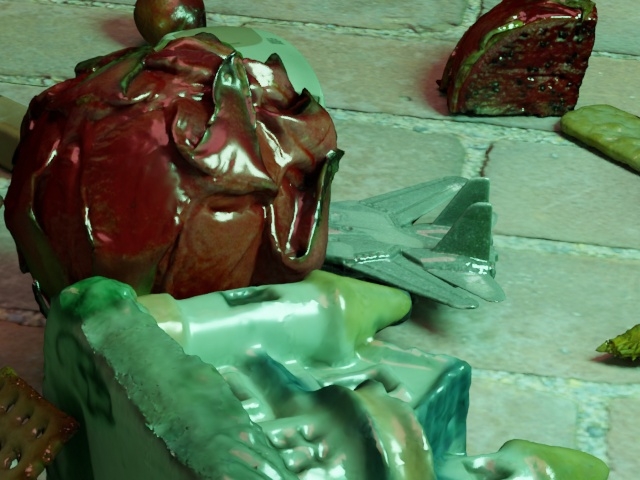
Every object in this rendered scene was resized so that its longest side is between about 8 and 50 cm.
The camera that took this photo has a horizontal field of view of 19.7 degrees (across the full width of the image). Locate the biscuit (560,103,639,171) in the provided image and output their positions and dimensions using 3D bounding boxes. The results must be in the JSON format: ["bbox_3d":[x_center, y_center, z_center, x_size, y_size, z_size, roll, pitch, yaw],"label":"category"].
[{"bbox_3d":[0.275,-0.089,1.631,0.071,0.018,0.147,-21,38,-32],"label":"biscuit"}]

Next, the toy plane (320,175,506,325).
[{"bbox_3d":[0.001,0.011,1.368,0.267,0.088,0.212,-4,27,4],"label":"toy plane"}]

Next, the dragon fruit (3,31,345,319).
[{"bbox_3d":[-0.098,-0.003,1.218,0.233,0.234,0.293,0,64,-4],"label":"dragon fruit"}]

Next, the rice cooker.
[{"bbox_3d":[-0.074,-0.098,1.511,0.145,0.127,0.206,-7,27,-19],"label":"rice cooker"}]

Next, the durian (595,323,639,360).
[{"bbox_3d":[0.307,0.056,1.298,0.224,0.140,0.078,-23,62,5],"label":"durian"}]

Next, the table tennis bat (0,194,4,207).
[{"bbox_3d":[-0.276,0.005,1.245,0.220,0.130,0.019,-27,31,48],"label":"table tennis bat"}]

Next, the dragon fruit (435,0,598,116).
[{"bbox_3d":[0.177,-0.191,1.708,0.120,0.127,0.161,6,28,-10],"label":"dragon fruit"}]

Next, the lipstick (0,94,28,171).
[{"bbox_3d":[-0.235,-0.076,1.540,0.145,0.045,0.045,26,35,35],"label":"lipstick"}]

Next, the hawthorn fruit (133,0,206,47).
[{"bbox_3d":[-0.143,-0.216,1.781,0.077,0.077,0.077,2,28,-1],"label":"hawthorn fruit"}]

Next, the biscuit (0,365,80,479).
[{"bbox_3d":[-0.224,0.159,1.029,0.203,0.016,0.144,-48,27,-9],"label":"biscuit"}]

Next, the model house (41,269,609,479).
[{"bbox_3d":[0.033,0.128,1.044,0.325,0.194,0.267,-9,30,-26],"label":"model house"}]
